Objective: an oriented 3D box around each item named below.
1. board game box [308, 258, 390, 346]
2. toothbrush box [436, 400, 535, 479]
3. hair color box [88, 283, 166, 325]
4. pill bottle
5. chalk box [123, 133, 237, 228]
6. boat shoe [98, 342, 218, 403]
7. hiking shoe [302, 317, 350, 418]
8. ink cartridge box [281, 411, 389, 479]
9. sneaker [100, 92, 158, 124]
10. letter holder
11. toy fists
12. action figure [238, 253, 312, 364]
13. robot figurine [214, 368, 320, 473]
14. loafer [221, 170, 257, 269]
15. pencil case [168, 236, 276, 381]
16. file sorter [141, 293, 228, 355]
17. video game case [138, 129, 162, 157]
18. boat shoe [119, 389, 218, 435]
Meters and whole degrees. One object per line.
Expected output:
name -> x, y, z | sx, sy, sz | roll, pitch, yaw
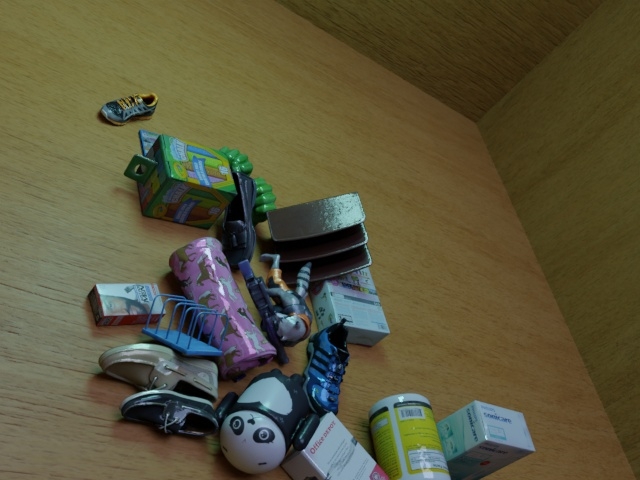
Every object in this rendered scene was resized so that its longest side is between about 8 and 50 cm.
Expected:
board game box -> 0.080, 0.185, 2.117 | 0.224, 0.097, 0.304 | 17, 44, -36
toothbrush box -> 0.435, 0.602, 1.881 | 0.216, 0.295, 0.126 | 22, 40, -31
hair color box -> -0.477, 0.157, 1.591 | 0.167, 0.053, 0.093 | 2, 54, -44
pill bottle -> 0.251, 0.612, 1.771 | 0.187, 0.188, 0.334 | 21, 42, -32
chalk box -> -0.424, -0.175, 1.885 | 0.288, 0.180, 0.179 | 11, 47, -39
boat shoe -> -0.368, 0.319, 1.496 | 0.302, 0.109, 0.098 | 23, 38, -38
hiking shoe -> 0.022, 0.363, 1.835 | 0.113, 0.132, 0.304 | 26, 38, -26
ink cartridge box -> 0.040, 0.591, 1.645 | 0.237, 0.100, 0.172 | 48, 34, 2
sneaker -> -0.605, -0.428, 2.039 | 0.084, 0.083, 0.215 | 51, 36, 5
letter holder -> 0.000, 0.000, 2.037 | 0.301, 0.152, 0.215 | -13, 57, -4
toy fists -> -0.256, -0.179, 2.084 | 0.279, 0.142, 0.096 | 52, 23, 10
action figure -> -0.102, 0.152, 1.802 | 0.330, 0.178, 0.341 | -104, 174, -59
robot figurine -> -0.131, 0.432, 1.563 | 0.174, 0.209, 0.278 | 54, 32, -10
loafer -> -0.257, -0.065, 1.938 | 0.095, 0.109, 0.303 | 38, 50, -61
pencil case -> -0.265, 0.174, 1.708 | 0.160, 0.167, 0.386 | -23, 69, -20
file sorter -> -0.325, 0.204, 1.563 | 0.170, 0.105, 0.118 | 16, 0, 36
video game case -> -0.510, -0.276, 2.041 | 0.119, 0.015, 0.166 | 11, 47, -39
boat shoe -> -0.338, 0.395, 1.453 | 0.233, 0.084, 0.079 | 20, 24, -35
